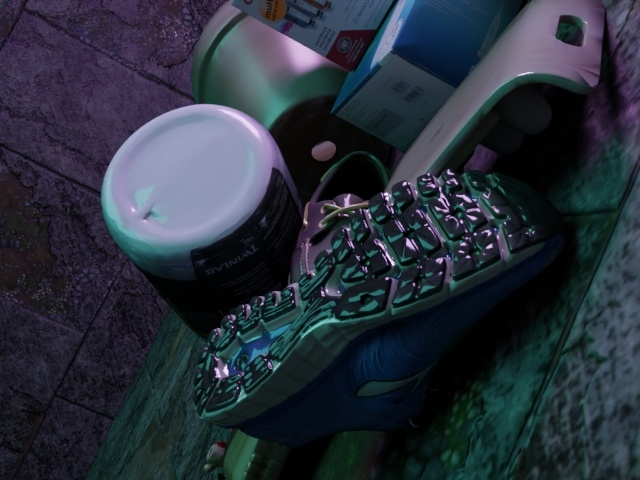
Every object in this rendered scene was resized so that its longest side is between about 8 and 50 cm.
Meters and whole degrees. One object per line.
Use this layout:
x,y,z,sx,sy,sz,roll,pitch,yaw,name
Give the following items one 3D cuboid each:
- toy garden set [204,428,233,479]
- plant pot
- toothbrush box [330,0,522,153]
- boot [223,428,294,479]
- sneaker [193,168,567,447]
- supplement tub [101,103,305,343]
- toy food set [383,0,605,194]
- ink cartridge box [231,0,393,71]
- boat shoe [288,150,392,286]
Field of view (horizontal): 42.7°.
-0.139,0.315,1.132,0.204,0.049,0.244,-46,21,53,toy garden set
-0.025,-0.197,1.248,0.323,0.323,0.280,-57,29,26,plant pot
0.152,-0.287,1.033,0.295,0.126,0.216,-65,11,-16,toothbrush box
-0.037,0.164,0.941,0.248,0.090,0.207,-59,9,-1,boot
0.055,0.068,0.669,0.330,0.147,0.130,-34,38,23,sneaker
-0.109,0.009,1.008,0.338,0.207,0.207,68,-141,-58,supplement tub
0.143,-0.072,0.750,0.306,0.092,0.220,-52,5,37,toy food set
-0.004,-0.325,1.038,0.128,0.176,0.127,-58,11,28,ink cartridge box
0.027,-0.012,0.908,0.305,0.109,0.091,-69,-19,-64,boat shoe
